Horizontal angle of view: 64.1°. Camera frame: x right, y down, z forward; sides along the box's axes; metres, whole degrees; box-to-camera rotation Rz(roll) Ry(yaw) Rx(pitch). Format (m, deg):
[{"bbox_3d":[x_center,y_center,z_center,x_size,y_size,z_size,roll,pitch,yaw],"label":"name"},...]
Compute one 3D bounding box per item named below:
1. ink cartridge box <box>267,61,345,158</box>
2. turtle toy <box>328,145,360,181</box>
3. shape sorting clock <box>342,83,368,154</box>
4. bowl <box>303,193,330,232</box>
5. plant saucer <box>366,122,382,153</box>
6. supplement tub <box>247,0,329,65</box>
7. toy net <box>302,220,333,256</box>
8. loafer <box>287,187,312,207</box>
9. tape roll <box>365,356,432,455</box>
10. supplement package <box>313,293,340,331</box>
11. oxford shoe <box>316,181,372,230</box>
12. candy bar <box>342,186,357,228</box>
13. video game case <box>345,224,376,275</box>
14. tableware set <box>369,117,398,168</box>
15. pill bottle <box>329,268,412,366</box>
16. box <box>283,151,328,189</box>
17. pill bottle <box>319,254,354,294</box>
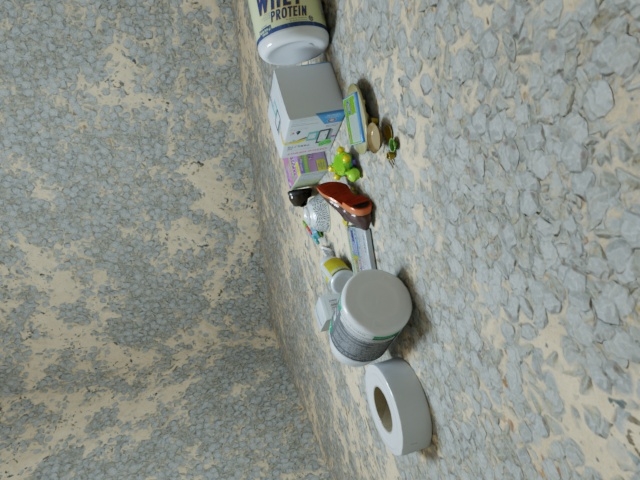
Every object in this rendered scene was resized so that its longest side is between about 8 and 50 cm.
[{"bbox_3d":[-0.056,-0.441,1.759,0.270,0.198,0.197,119,136,-70],"label":"ink cartridge box"},{"bbox_3d":[0.083,-0.238,1.652,0.095,0.066,0.130,-62,38,31],"label":"turtle toy"},{"bbox_3d":[0.111,-0.356,1.505,0.206,0.040,0.206,168,90,-79],"label":"shape sorting clock"},{"bbox_3d":[-0.022,-0.107,2.126,0.170,0.080,0.170,168,90,-76],"label":"bowl"},{"bbox_3d":[0.149,-0.278,1.388,0.083,0.015,0.083,171,90,-72],"label":"plant saucer"},{"bbox_3d":[-0.114,-0.761,1.648,0.235,0.235,0.324,166,92,-75],"label":"supplement tub"},{"bbox_3d":[0.000,0.000,2.150,0.232,0.045,0.122,53,174,43],"label":"toy net"},{"bbox_3d":[-0.089,-0.180,2.173,0.220,0.080,0.078,-29,-67,-72],"label":"loafer"},{"bbox_3d":[0.238,0.516,1.598,0.286,0.100,0.286,169,90,-75],"label":"tape roll"},{"bbox_3d":[0.043,0.304,2.150,0.179,0.105,0.105,107,147,-62],"label":"supplement package"},{"bbox_3d":[0.071,-0.116,1.680,0.271,0.097,0.098,42,148,49],"label":"oxford shoe"},{"bbox_3d":[0.098,-0.111,1.749,0.040,0.018,0.161,-120,32,-43],"label":"candy bar"},{"bbox_3d":[0.143,0.057,1.747,0.193,0.023,0.212,-161,60,-73],"label":"video game case"},{"bbox_3d":[0.168,-0.276,1.391,0.104,0.024,0.154,98,156,-51],"label":"tableware set"},{"bbox_3d":[0.136,0.253,1.564,0.361,0.204,0.204,104,150,-58],"label":"pill bottle"},{"bbox_3d":[-0.072,-0.342,2.056,0.243,0.117,0.213,148,110,-74],"label":"box"},{"bbox_3d":[0.060,0.125,1.950,0.184,0.103,0.103,-130,31,-61],"label":"pill bottle"}]
